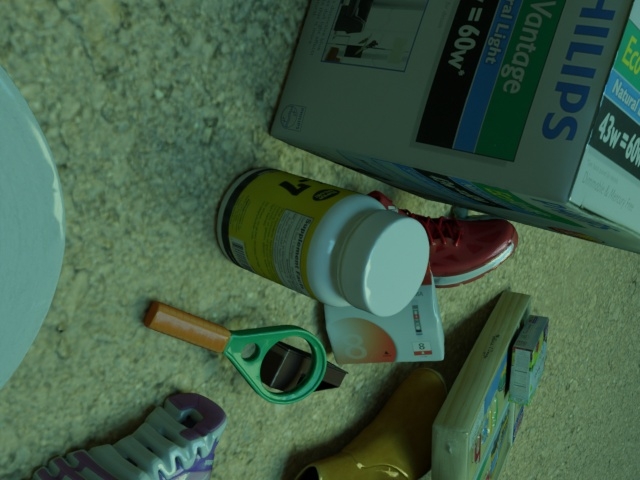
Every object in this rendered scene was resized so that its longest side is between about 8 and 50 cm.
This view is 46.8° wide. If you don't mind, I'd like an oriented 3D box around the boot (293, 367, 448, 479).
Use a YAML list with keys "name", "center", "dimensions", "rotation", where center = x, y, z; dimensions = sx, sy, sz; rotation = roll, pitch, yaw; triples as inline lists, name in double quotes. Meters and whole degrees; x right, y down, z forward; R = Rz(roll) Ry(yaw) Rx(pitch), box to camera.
- name: "boot"
  center: [0.061, 0.308, 1.030]
  dimensions: [0.211, 0.104, 0.295]
  rotation: [21, 93, -50]

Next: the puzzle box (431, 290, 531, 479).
- name: "puzzle box"
  center: [0.265, 0.292, 1.191]
  dimensions: [0.409, 0.052, 0.272]
  rotation: [-42, 135, -53]

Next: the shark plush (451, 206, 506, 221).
- name: "shark plush"
  center: [0.205, -0.009, 1.090]
  dimensions: [0.161, 0.067, 0.073]
  rotation: [-19, 118, -42]

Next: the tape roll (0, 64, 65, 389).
- name: "tape roll"
  center: [-0.351, 0.006, 0.432]
  dimensions: [0.392, 0.072, 0.392]
  rotation: [-20, 126, -30]

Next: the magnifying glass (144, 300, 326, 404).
- name: "magnifying glass"
  center: [-0.087, 0.118, 0.815]
  dimensions: [0.231, 0.026, 0.092]
  rotation: [27, 90, -35]

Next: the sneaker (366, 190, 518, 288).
- name: "sneaker"
  center: [0.127, -0.008, 0.921]
  dimensions: [0.221, 0.087, 0.128]
  rotation: [-19, 125, 10]

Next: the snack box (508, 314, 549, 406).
- name: "snack box"
  center: [0.345, 0.195, 1.223]
  dimensions: [0.141, 0.037, 0.100]
  rotation: [-33, 128, -58]

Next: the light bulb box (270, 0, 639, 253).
- name: "light bulb box"
  center: [0.211, -0.146, 0.822]
  dimensions: [0.358, 0.361, 0.225]
  rotation: [15, 94, -48]

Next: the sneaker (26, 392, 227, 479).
- name: "sneaker"
  center: [-0.193, 0.253, 0.749]
  dimensions: [0.236, 0.095, 0.105]
  rotation: [-23, 128, -41]

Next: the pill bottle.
- name: "pill bottle"
  center: [0.000, 0.000, 0.765]
  dimensions: [0.119, 0.208, 0.119]
  rotation: [-21, 119, -42]

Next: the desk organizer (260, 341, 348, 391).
- name: "desk organizer"
  center: [-0.027, 0.165, 0.924]
  dimensions: [0.130, 0.047, 0.050]
  rotation: [31, 84, -48]

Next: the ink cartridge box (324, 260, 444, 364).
- name: "ink cartridge box"
  center: [0.074, 0.079, 0.926]
  dimensions: [0.045, 0.145, 0.179]
  rotation: [-75, 155, -49]
